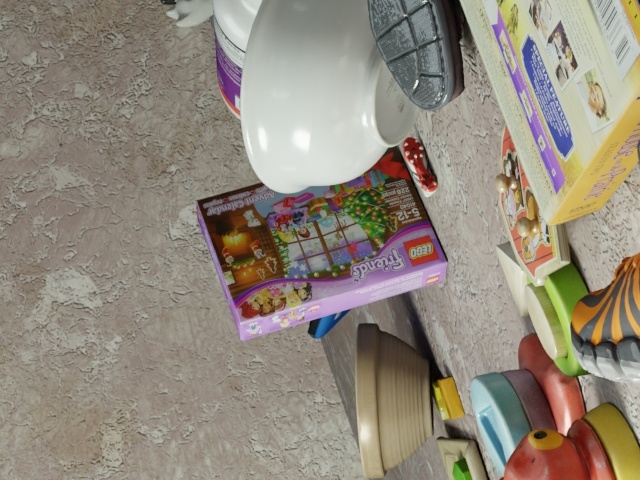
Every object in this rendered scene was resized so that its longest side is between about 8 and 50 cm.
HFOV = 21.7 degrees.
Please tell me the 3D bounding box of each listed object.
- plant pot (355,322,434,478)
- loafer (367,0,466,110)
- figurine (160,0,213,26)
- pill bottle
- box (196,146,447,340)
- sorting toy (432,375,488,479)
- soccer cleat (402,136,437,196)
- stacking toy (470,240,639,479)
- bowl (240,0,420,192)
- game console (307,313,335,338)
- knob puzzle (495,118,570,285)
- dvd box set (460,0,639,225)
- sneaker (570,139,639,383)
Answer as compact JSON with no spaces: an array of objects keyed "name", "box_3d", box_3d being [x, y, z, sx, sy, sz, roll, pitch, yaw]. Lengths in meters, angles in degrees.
[{"name":"plant pot","box_3d":[0.116,0.242,2.545,0.237,0.110,0.237,-4,-90,-84]},{"name":"loafer","box_3d":[0.098,-0.291,1.776,0.109,0.095,0.302,-22,90,52]},{"name":"figurine","box_3d":[-0.170,-0.424,2.807,0.215,0.209,0.092,-122,16,-60]},{"name":"pill bottle","box_3d":[-0.048,-0.279,2.167,0.323,0.181,0.181,95,156,-68]},{"name":"box","box_3d":[0.000,0.000,2.253,0.057,0.293,0.201,93,158,-60]},{"name":"sorting toy","box_3d":[0.211,0.355,2.496,0.229,0.041,0.307,151,101,-82]},{"name":"soccer cleat","box_3d":[0.127,-0.094,2.146,0.035,0.029,0.083,101,146,-66]},{"name":"stacking toy","box_3d":[0.209,0.154,1.745,0.309,0.130,0.279,-149,42,-78]},{"name":"bowl","box_3d":[0.035,-0.190,1.962,0.298,0.134,0.298,-37,-47,-52]},{"name":"game console","box_3d":[0.030,-0.012,2.518,0.173,0.250,0.293,44,168,7]},{"name":"knob puzzle","box_3d":[0.194,-0.049,1.637,0.213,0.030,0.213,173,90,-82]},{"name":"dvd box set","box_3d":[0.190,-0.212,1.323,0.420,0.062,0.307,100,152,-74]},{"name":"sneaker","box_3d":[0.262,0.005,1.172,0.321,0.125,0.180,176,80,-71]}]
